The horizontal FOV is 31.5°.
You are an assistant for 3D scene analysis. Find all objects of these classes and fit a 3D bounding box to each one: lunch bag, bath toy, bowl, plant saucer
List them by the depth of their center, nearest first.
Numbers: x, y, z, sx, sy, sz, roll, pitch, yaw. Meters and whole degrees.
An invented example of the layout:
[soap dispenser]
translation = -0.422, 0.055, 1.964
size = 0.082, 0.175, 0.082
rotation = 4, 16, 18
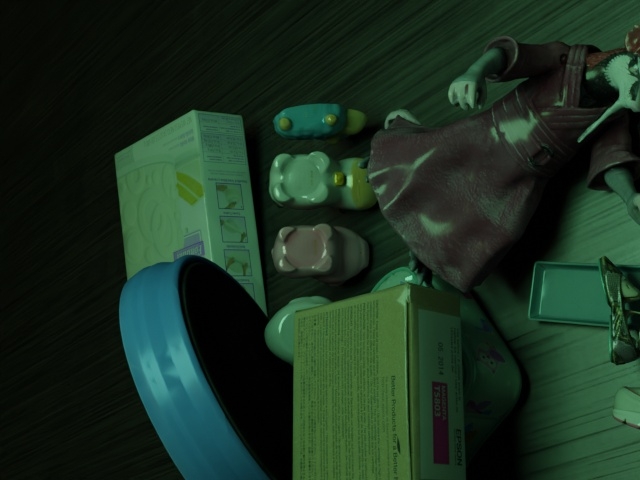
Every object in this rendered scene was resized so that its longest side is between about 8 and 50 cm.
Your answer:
[plant saucer]
translation = 0.300, 0.058, 1.197
size = 0.192, 0.018, 0.067
rotation = 1, 81, 52
[lunch bag]
translation = 0.093, 0.182, 1.350
size = 0.279, 0.108, 0.224
rotation = -54, 43, 26
[bowl]
translation = -0.098, 0.191, 1.389
size = 0.077, 0.391, 0.391
rotation = -30, 53, 11
[bath toy]
translation = 0.000, 0.000, 1.510
size = 0.129, 0.152, 0.348
rotation = 95, 178, -82

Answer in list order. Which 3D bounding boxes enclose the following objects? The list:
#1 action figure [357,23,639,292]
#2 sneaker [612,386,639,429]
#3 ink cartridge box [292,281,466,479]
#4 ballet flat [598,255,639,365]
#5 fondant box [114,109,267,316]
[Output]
[action figure]
translation = 0.237, -0.107, 1.246
size = 0.370, 0.248, 0.275
rotation = -37, 9, 25
[sneaker]
translation = 0.380, 0.125, 1.021
size = 0.252, 0.103, 0.111
rotation = -15, 65, 42
[ink cartridge box]
translation = 0.060, 0.179, 1.230
size = 0.193, 0.088, 0.234
rotation = -16, 68, 47
[ballet flat]
translation = 0.307, 0.069, 1.148
size = 0.041, 0.041, 0.114
rotation = -23, 63, 47
[fondant box]
translation = -0.206, -0.009, 1.759
size = 0.238, 0.096, 0.330
rotation = -20, 74, 47
